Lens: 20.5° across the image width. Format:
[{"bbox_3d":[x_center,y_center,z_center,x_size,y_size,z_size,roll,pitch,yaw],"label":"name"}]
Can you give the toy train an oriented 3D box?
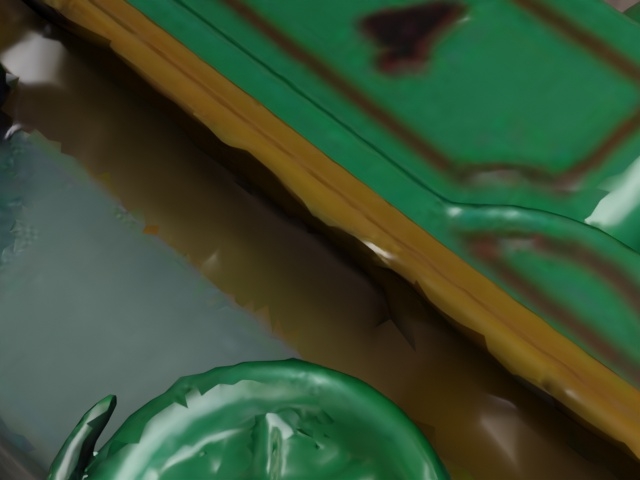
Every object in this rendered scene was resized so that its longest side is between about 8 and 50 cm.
[{"bbox_3d":[0.000,0.000,0.470,0.249,0.429,0.178,-42,151,-18],"label":"toy train"}]
